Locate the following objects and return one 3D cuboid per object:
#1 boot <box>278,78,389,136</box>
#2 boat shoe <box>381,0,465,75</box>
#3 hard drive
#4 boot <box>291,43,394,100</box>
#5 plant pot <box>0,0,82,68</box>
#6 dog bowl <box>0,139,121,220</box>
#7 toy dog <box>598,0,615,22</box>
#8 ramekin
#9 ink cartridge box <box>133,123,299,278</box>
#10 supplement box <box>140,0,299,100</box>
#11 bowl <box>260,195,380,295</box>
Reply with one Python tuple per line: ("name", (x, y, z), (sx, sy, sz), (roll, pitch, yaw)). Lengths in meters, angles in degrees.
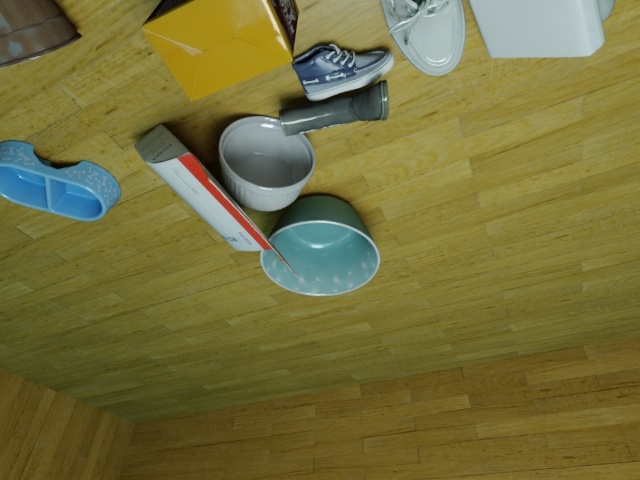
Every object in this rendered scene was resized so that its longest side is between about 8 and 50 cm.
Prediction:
("boot", (0.021, -0.258, 0.809), (0.208, 0.076, 0.189), (-4, -178, -4))
("boat shoe", (0.159, -0.405, 0.646), (0.135, 0.157, 0.367), (-16, 135, 19))
("hard drive", (0.277, -0.412, 0.586), (0.040, 0.203, 0.307), (-42, 122, -2))
("boot", (0.041, -0.341, 0.786), (0.189, 0.069, 0.086), (-16, 139, 21))
("plant pot", (-0.525, -0.398, 0.676), (0.166, 0.167, 0.165), (-7, 130, 9))
("dog bowl", (-0.671, -0.139, 1.026), (0.297, 0.074, 0.166), (16, 136, -18))
("toy dog", (0.351, -0.484, 0.557), (0.161, 0.220, 0.334), (-41, 139, -2))
("ramekin", (-0.122, -0.162, 0.899), (0.207, 0.207, 0.109), (10, 147, -10))
("ink cartridge box", (-0.232, -0.070, 0.886), (0.091, 0.385, 0.308), (-42, 131, -5))
("supplement box", (-0.149, -0.364, 0.670), (0.191, 0.194, 0.129), (-14, 136, 17))
("bowl", (0.000, 0.000, 1.103), (0.311, 0.163, 0.312), (0, 138, 0))
